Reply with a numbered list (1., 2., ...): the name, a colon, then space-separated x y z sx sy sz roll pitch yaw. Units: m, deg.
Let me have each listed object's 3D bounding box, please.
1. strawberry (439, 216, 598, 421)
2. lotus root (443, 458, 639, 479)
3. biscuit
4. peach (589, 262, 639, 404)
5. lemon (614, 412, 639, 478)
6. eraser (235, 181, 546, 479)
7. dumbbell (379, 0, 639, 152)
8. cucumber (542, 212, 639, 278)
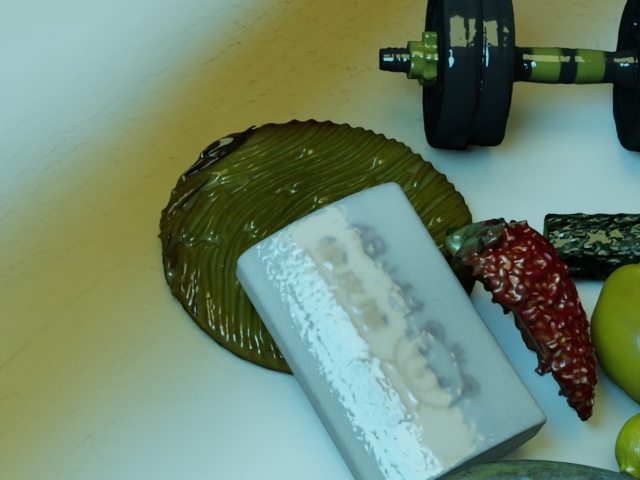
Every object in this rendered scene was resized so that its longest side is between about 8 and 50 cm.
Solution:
1. strawberry: 0.202 0.058 1.689 0.087 0.167 0.208 -39 103 -3
2. lotus root: 0.238 0.272 1.529 0.322 0.140 0.158 7 68 -8
3. biscuit: 0.000 0.000 1.786 0.317 0.040 0.318 3 52 -4
4. peach: 0.342 0.085 1.713 0.179 0.103 0.179 2 48 -2
5. lemon: 0.299 0.189 1.649 0.062 0.062 0.083 33 59 19
6. eraser: 0.062 0.096 1.644 0.174 0.095 0.270 -25 70 -17
7. dumbbell: 0.253 -0.179 1.869 0.388 0.185 0.185 2 51 -4
8. cucumber: 0.364 0.004 1.806 0.293 0.067 0.068 0 51 -7
